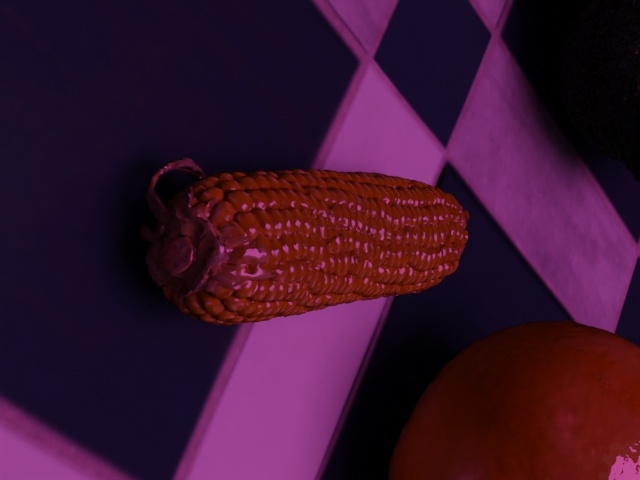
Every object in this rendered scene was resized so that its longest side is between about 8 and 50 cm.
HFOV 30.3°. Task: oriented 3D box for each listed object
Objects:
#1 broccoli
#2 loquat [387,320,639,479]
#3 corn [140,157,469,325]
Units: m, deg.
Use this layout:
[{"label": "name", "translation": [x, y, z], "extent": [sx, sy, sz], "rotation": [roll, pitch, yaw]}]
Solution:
[{"label": "broccoli", "translation": [0.350, -0.187, 1.083], "extent": [0.308, 0.275, 0.307], "rotation": [45, 33, -41]}, {"label": "loquat", "translation": [0.177, 0.192, 0.904], "extent": [0.263, 0.263, 0.263], "rotation": [-5, 97, -50]}, {"label": "corn", "translation": [0.000, 0.000, 0.799], "extent": [0.293, 0.106, 0.106], "rotation": [-2, 95, -53]}]
